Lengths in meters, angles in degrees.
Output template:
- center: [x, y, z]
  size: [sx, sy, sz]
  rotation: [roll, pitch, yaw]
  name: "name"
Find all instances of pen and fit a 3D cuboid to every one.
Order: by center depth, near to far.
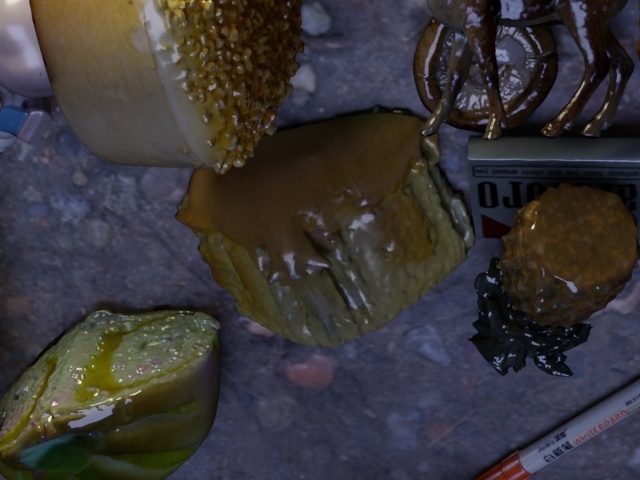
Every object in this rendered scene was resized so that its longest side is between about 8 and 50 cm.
- center: [0.232, 0.178, 1.758]
  size: [0.239, 0.028, 0.028]
  rotation: [-36, 110, 29]
  name: "pen"

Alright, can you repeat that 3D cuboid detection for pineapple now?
- center: [0.189, 0.047, 1.604]
  size: [0.119, 0.111, 0.237]
  rotation: [47, 154, 12]
  name: "pineapple"

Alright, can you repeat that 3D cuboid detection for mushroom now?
- center: [0.133, -0.145, 1.544]
  size: [0.123, 0.052, 0.123]
  rotation: [1, 116, 1]
  name: "mushroom"

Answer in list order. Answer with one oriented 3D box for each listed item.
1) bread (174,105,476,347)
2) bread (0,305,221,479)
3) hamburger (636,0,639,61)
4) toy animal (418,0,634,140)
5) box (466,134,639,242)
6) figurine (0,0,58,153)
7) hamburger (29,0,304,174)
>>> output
- center: [-0.007, 0.006, 1.626]
  size: [0.251, 0.133, 0.174]
  rotation: [-15, 121, 19]
  name: "bread"
- center: [-0.190, 0.167, 1.762]
  size: [0.156, 0.158, 0.260]
  rotation: [38, 126, -18]
  name: "bread"
- center: [0.383, -0.200, 1.382]
  size: [0.284, 0.174, 0.304]
  rotation: [19, 125, -4]
  name: "hamburger"
- center: [0.130, -0.207, 1.471]
  size: [0.243, 0.087, 0.260]
  rotation: [-2, 97, -18]
  name: "toy animal"
- center: [0.214, -0.043, 1.590]
  size: [0.177, 0.036, 0.115]
  rotation: [2, 145, 10]
  name: "box"
- center: [-0.245, -0.154, 1.584]
  size: [0.137, 0.112, 0.229]
  rotation: [21, 131, -21]
  name: "figurine"
- center: [-0.107, -0.194, 1.416]
  size: [0.170, 0.302, 0.302]
  rotation: [-9, 122, 9]
  name: "hamburger"
